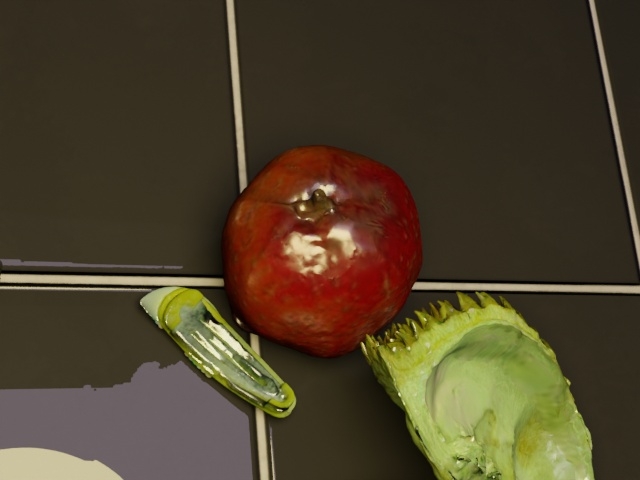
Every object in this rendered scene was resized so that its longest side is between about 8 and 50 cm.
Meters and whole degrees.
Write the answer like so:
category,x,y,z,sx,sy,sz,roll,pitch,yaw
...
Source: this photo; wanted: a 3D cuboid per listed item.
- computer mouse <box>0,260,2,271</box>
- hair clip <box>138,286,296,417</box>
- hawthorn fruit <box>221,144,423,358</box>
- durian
category,x,y,z,sx,sy,sz,roll,pitch,yaw
computer mouse,-0.366,-0.004,1.104,0.099,0.057,0.172,-25,79,-30
hair clip,-0.099,0.111,1.172,0.188,0.033,0.060,42,60,2
hawthorn fruit,0.000,0.000,1.145,0.215,0.250,0.215,-3,63,5
durian,0.186,0.191,1.143,0.163,0.198,0.394,-35,114,8
